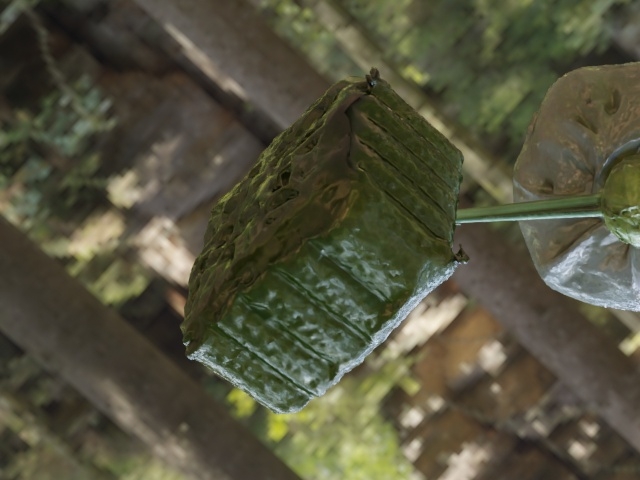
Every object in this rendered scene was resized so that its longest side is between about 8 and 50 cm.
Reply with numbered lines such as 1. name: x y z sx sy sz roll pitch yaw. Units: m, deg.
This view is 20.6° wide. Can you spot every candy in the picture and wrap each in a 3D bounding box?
1. candy: 0.231 -0.033 1.880 0.335 0.093 0.092 -3 -142 26

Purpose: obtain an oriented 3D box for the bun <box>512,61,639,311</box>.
1. bun: 0.412 -0.067 2.256 0.354 0.354 0.194 -47 173 10

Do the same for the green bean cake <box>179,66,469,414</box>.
1. green bean cake: 0.000 0.000 1.589 0.247 0.156 0.250 -43 -164 29
